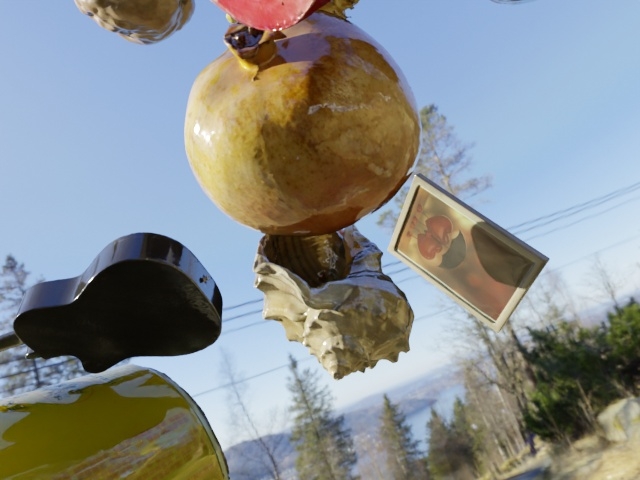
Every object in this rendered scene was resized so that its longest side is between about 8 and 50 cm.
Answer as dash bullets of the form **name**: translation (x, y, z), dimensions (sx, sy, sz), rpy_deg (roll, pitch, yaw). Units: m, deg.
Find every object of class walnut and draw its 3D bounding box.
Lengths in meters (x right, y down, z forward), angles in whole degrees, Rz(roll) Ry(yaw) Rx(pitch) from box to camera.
- **walnut**: translation (-0.426, -0.577, 1.230), dimensions (0.273, 0.273, 0.227), rpy_deg (-18, -30, -10)

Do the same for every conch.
- **conch**: translation (0.003, 0.078, 0.833), dimensions (0.263, 0.324, 0.186), rpy_deg (32, -71, -19)

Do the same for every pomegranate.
- **pomegranate**: translation (-0.024, -0.149, 0.694), dimensions (0.319, 0.319, 0.319), rpy_deg (-19, -16, -6)

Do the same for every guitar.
- **guitar**: translation (-0.173, 0.061, 0.333), dimensions (0.233, 0.025, 0.088), rpy_deg (-19, -48, 9)

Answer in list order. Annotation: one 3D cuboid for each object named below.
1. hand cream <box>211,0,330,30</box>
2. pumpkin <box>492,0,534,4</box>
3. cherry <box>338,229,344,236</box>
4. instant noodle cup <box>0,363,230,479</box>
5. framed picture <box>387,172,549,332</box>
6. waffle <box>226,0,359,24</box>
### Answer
- **hand cream**: translation (-0.030, -0.296, 0.412), dimensions (0.149, 0.230, 0.230), rpy_deg (-45, -6, -24)
- **pumpkin**: translation (0.255, -0.460, 0.686), dimensions (0.192, 0.320, 0.320), rpy_deg (-5, -10, 21)
- **cherry**: translation (0.000, 0.003, 1.026), dimensions (0.087, 0.126, 0.106), rpy_deg (-14, 20, -38)
- **instant noodle cup**: translation (-0.185, 0.178, 0.301), dimensions (0.215, 0.215, 0.236), rpy_deg (-34, -11, 38)
- **framed picture**: translation (0.273, 0.026, 1.062), dimensions (0.020, 0.289, 0.211), rpy_deg (-32, -31, -37)
- **waffle**: translation (-0.045, -0.453, 0.892), dimensions (0.301, 0.058, 0.281), rpy_deg (-18, -28, 20)
